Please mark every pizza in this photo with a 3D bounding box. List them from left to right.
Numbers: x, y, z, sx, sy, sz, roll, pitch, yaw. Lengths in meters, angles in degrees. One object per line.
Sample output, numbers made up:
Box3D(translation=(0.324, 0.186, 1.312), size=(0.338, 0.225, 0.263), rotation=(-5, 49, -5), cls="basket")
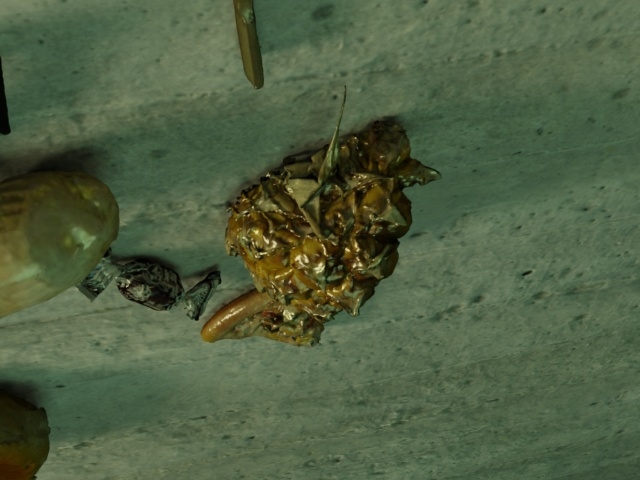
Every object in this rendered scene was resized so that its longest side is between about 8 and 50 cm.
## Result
Box3D(translation=(-0.053, 0.117, 1.471), size=(0.185, 0.052, 0.195), rotation=(-28, 149, 24), cls="pizza")

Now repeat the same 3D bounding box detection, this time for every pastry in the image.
Box3D(translation=(-0.494, 0.294, 1.460), size=(0.257, 0.121, 0.236), rotation=(9, 141, -37), cls="pastry")

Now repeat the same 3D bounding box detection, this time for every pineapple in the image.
Box3D(translation=(-0.005, -0.001, 1.198), size=(0.158, 0.161, 0.334), rotation=(14, 140, -39), cls="pineapple")

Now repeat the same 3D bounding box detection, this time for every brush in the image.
Box3D(translation=(-0.077, -0.220, 0.916), size=(0.036, 0.043, 0.248), rotation=(-8, 150, -2), cls="brush")

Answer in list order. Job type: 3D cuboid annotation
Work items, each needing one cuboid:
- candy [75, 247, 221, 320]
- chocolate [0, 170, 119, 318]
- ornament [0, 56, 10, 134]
Box3D(translation=(-0.206, 0.050, 1.279), size=(0.094, 0.051, 0.226), rotation=(-36, 145, 24), cls="candy")
Box3D(translation=(-0.345, 0.025, 1.063), size=(0.309, 0.134, 0.134), rotation=(-27, 151, -7), cls="chocolate")
Box3D(translation=(-0.342, -0.074, 0.975), size=(0.088, 0.081, 0.203), rotation=(3, 145, -29), cls="ornament")
